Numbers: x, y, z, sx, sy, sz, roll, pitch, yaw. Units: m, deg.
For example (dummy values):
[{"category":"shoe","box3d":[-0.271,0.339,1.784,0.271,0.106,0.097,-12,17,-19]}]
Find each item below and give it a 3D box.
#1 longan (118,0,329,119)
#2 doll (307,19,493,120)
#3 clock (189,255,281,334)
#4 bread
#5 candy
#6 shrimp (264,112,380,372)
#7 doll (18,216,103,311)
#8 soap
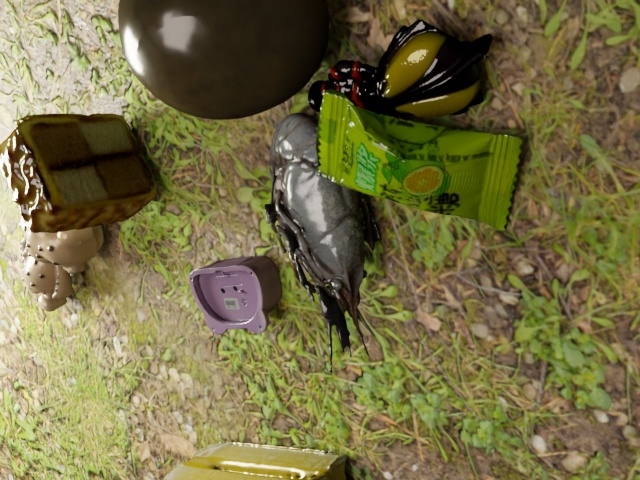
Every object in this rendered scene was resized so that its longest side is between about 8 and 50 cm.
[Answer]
[{"category":"longan","box3d":[-0.121,-0.269,1.264,0.258,0.258,0.258,18,119,35]},{"category":"doll","box3d":[0.099,-0.183,1.209,0.248,0.127,0.088,-13,67,40]},{"category":"clock","box3d":[-0.123,0.082,1.540,0.152,0.050,0.110,-6,104,43]},{"category":"bread","box3d":[-0.366,-0.109,1.554,0.096,0.222,0.182,-31,78,40]},{"category":"candy","box3d":[0.110,-0.091,1.199,0.246,0.069,0.149,12,140,6]},{"category":"shrimp","box3d":[0.000,0.001,1.354,0.145,0.116,0.343,-10,95,43]},{"category":"doll","box3d":[-0.467,0.016,1.779,0.154,0.119,0.278,54,143,10]},{"category":"soap","box3d":[-0.118,0.402,1.577,0.314,0.199,0.091,-8,107,42]}]
